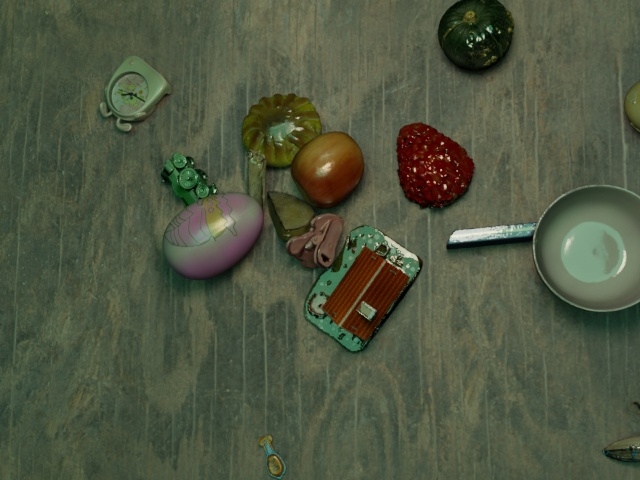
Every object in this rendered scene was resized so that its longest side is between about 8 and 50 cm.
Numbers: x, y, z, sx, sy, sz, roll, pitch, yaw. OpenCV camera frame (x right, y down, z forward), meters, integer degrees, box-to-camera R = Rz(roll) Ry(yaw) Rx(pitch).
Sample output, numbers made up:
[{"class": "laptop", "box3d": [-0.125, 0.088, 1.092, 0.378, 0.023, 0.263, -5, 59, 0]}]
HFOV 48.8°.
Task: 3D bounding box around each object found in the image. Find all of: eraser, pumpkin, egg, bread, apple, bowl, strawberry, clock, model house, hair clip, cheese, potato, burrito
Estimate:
[{"class": "eraser", "box3d": [0.413, -0.010, 1.696, 0.224, 0.082, 0.036, -6, 80, 11]}, {"class": "pumpkin", "box3d": [0.382, -0.509, 1.731, 0.190, 0.146, 0.191, -1, 84, 9]}, {"class": "egg", "box3d": [-0.269, -0.015, 1.775, 0.271, 0.196, 0.196, -34, 78, 17]}, {"class": "egg", "box3d": [0.804, -0.310, 1.617, 0.201, 0.164, 0.165, 9, 85, 15]}, {"class": "bread", "box3d": [-0.103, -0.290, 1.826, 0.213, 0.105, 0.214, -2, 80, 13]}, {"class": "apple", "box3d": [0.022, -0.178, 1.748, 0.199, 0.199, 0.199, -1, 83, 11]}, {"class": "bowl", "box3d": [0.628, 0.023, 1.616, 0.286, 0.144, 0.287, -1, 83, 11]}, {"class": "strawberry", "box3d": [0.265, -0.197, 1.735, 0.190, 0.111, 0.237, -32, 77, 8]}, {"class": "clock", "box3d": [-0.516, -0.399, 1.942, 0.151, 0.062, 0.191, 40, 92, 13]}, {"class": "model house", "box3d": [0.088, 0.110, 1.711, 0.207, 0.154, 0.294, 35, 92, 12]}, {"class": "hair clip", "box3d": [-0.008, -0.002, 1.753, 0.102, 0.123, 0.138, 6, 72, 40]}, {"class": "cheese", "box3d": [-0.121, 0.543, 1.768, 0.047, 0.017, 0.111, -25, 78, 5]}, {"class": "potato", "box3d": [-0.074, -0.052, 1.812, 0.100, 0.089, 0.172, -15, 41, -17]}, {"class": "burrito", "box3d": [-0.163, -0.149, 1.813, 0.051, 0.042, 0.171, 15, 117, 24]}]

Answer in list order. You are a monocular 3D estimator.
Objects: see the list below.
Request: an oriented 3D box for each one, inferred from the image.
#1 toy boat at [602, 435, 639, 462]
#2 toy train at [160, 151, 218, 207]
[{"class": "toy boat", "box3d": [0.743, 0.465, 1.584, 0.210, 0.066, 0.085, -12, 68, 21]}, {"class": "toy train", "box3d": [-0.352, -0.150, 1.877, 0.104, 0.071, 0.178, -42, 78, 15]}]
